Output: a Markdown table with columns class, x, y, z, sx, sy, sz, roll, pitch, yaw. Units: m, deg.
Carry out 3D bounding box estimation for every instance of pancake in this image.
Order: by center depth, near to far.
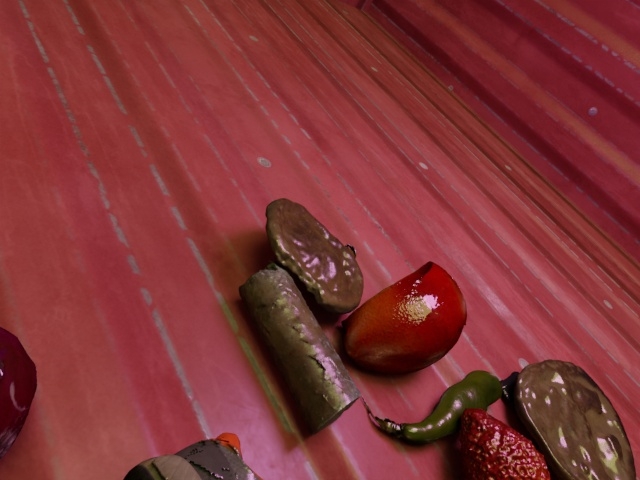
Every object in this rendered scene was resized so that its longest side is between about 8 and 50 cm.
| class | x | y | z | sx | sy | sz | roll | pitch | yaw |
| --- | --- | --- | --- | --- | --- | --- | --- | --- | --- |
| pancake | -0.005 | 0.021 | 0.775 | 0.236 | 0.042 | 0.222 | 55 | 27 | 11 |
| pancake | 0.488 | 0.354 | 0.842 | 0.294 | 0.050 | 0.295 | 19 | 42 | -18 |

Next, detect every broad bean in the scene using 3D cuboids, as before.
| class | x | y | z | sx | sy | sz | roll | pitch | yaw |
| --- | --- | --- | --- | --- | --- | --- | --- | --- | --- |
| broad bean | 0.220 | 0.275 | 0.746 | 0.317 | 0.056 | 0.098 | 3 | 47 | -33 |

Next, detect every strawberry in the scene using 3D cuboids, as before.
| class | x | y | z | sx | sy | sz | roll | pitch | yaw |
| --- | --- | --- | --- | --- | --- | --- | --- | --- | --- |
| strawberry | 0.274 | 0.329 | 0.661 | 0.131 | 0.131 | 0.148 | 13 | 62 | -27 |

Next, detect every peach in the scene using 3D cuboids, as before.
| class | x | y | z | sx | sy | sz | roll | pitch | yaw |
| --- | --- | --- | --- | --- | --- | --- | --- | --- | --- |
| peach | 0.163 | 0.138 | 0.772 | 0.267 | 0.154 | 0.159 | -17 | 61 | -48 |

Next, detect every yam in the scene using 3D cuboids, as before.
| class | x | y | z | sx | sy | sz | roll | pitch | yaw |
| --- | --- | --- | --- | --- | --- | --- | --- | --- | --- |
| yam | -0.038 | 0.149 | 0.658 | 0.093 | 0.093 | 0.259 | -7 | 52 | -42 |

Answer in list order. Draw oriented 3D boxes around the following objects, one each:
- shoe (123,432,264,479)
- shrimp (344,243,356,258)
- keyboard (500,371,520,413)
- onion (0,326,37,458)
| class | x | y | z | sx | sy | sz | roll | pitch | yaw |
| --- | --- | --- | --- | --- | --- | --- | --- | --- | --- |
| shoe | -0.041 | 0.332 | 0.433 | 0.336 | 0.132 | 0.171 | 45 | 28 | 18 |
| shrimp | 0.000 | 0.000 | 0.893 | 0.165 | 0.049 | 0.161 | -6 | 55 | -44 |
| keyboard | 0.444 | 0.375 | 0.840 | 0.106 | 0.016 | 0.262 | -7 | 54 | -42 |
| onion | -0.345 | 0.169 | 0.366 | 0.195 | 0.140 | 0.218 | 2 | 50 | -46 |
